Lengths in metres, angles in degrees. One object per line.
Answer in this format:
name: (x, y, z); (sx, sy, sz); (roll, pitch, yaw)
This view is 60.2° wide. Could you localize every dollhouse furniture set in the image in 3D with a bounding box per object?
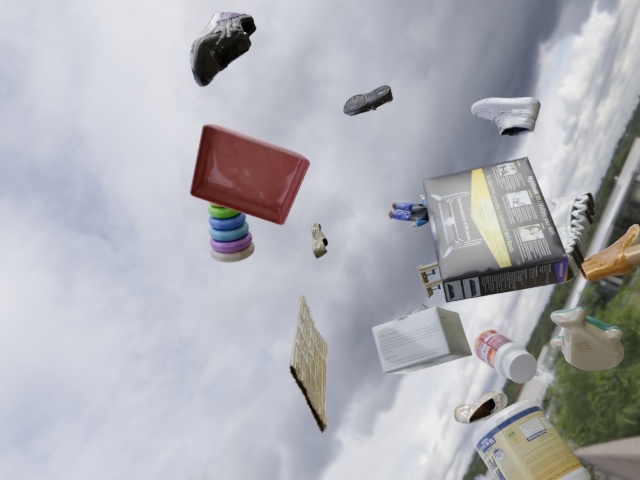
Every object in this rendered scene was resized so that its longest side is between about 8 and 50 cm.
dollhouse furniture set: (0.486, 0.135, 2.195); (0.183, 0.129, 0.129); (-15, -95, -64)

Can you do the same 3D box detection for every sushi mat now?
sushi mat: (-0.019, 0.237, 1.136); (0.316, 0.019, 0.152); (-85, -29, -72)

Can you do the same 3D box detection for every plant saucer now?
plant saucer: (-0.178, -0.166, 1.362); (0.258, 0.258, 0.048); (118, 166, -50)

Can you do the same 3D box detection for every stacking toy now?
stacking toy: (-0.280, -0.106, 1.645); (0.141, 0.141, 0.331); (-36, -49, -49)

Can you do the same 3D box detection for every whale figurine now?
whale figurine: (0.825, 0.285, 1.720); (0.272, 0.216, 0.141); (46, -135, -21)

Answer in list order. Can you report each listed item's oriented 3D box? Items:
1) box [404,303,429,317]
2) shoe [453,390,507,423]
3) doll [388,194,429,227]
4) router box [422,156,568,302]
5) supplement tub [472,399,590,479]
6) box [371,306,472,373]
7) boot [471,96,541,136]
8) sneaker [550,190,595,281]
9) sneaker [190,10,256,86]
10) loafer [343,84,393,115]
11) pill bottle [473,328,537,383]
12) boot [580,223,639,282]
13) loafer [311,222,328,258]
box: (0.304, 0.325, 1.931); (0.191, 0.045, 0.184); (-60, 1, -17)
shoe: (0.511, 0.524, 1.711); (0.218, 0.058, 0.077); (-10, -90, -31)
doll: (0.333, -0.101, 1.918); (0.046, 0.188, 0.129); (46, -117, -48)
router box: (0.361, -0.030, 1.186); (0.081, 0.242, 0.309); (66, -162, -45)
supplement tub: (0.611, 0.647, 1.572); (0.228, 0.316, 0.228); (-20, -37, -16)
box: (0.256, 0.254, 1.384); (0.181, 0.180, 0.119); (20, -128, -56)
boot: (0.656, -0.441, 1.997); (0.095, 0.258, 0.124); (26, -104, -44)
sneaker: (0.672, -0.008, 1.528); (0.110, 0.118, 0.292); (52, -126, -39)
sneaker: (-0.262, -0.540, 1.527); (0.107, 0.124, 0.284); (71, -150, -55)
loafer: (0.191, -0.536, 2.179); (0.078, 0.219, 0.080); (36, -130, -48)
pill bottle: (0.613, 0.384, 1.837); (0.221, 0.121, 0.121); (-142, 71, -75)
boot: (0.921, 0.042, 1.749); (0.104, 0.211, 0.295); (65, -154, -3)
loafer: (0.000, 0.000, 1.862); (0.056, 0.050, 0.148); (69, -167, -50)
